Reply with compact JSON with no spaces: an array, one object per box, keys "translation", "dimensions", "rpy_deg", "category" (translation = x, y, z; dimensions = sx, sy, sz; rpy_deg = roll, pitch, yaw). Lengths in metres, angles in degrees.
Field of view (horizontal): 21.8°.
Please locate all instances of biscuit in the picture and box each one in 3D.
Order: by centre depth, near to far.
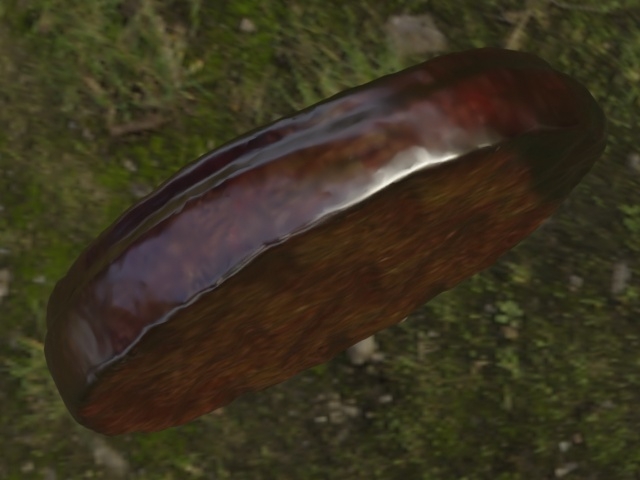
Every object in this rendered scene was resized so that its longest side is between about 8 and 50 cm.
[{"translation":[0.000,0.000,1.117],"dimensions":[0.407,0.407,0.091],"rpy_deg":[-35,75,19],"category":"biscuit"}]
